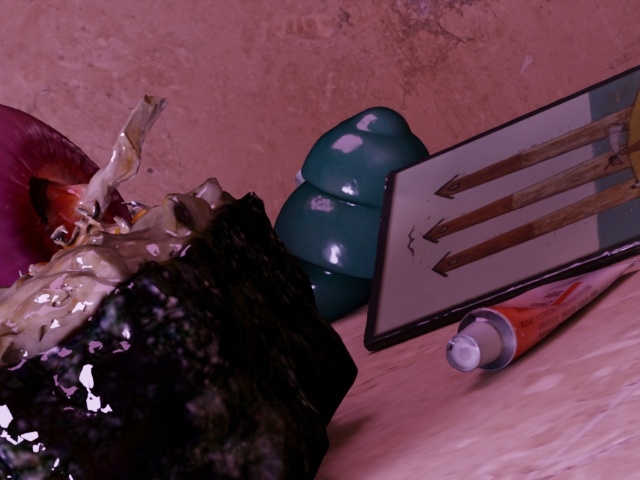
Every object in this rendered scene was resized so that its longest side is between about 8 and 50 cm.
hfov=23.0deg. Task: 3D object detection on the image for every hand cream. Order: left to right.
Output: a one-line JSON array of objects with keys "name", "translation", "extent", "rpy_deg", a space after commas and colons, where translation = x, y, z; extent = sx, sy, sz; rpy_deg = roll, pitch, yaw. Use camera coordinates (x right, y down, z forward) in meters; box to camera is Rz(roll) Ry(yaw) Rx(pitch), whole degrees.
[{"name": "hand cream", "translation": [0.138, 0.043, 0.980], "extent": [0.052, 0.038, 0.216], "rpy_deg": [10, 17, 29]}]

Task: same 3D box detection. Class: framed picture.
[{"name": "framed picture", "translation": [0.185, -0.043, 1.233], "extent": [0.324, 0.013, 0.244], "rpy_deg": [-22, 30, 22]}]

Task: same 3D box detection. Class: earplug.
[{"name": "earplug", "translation": [-0.007, -0.003, 1.508], "extent": [0.257, 0.280, 0.164], "rpy_deg": [14, 12, -26]}]

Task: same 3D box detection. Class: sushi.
[{"name": "sushi", "translation": [-0.101, 0.076, 0.896], "extent": [0.211, 0.171, 0.350], "rpy_deg": [-25, 2, 7]}]

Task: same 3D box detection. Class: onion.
[{"name": "onion", "translation": [-0.320, 0.024, 1.565], "extent": [0.358, 0.358, 0.345], "rpy_deg": [-26, 3, -36]}]

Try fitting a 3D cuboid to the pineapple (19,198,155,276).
[{"name": "pineapple", "translation": [-0.142, 0.056, 1.309], "extent": [0.114, 0.186, 0.236], "rpy_deg": [-25, -14, 22]}]

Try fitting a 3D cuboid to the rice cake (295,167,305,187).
[{"name": "rice cake", "translation": [0.008, -0.007, 1.648], "extent": [0.030, 0.180, 0.042], "rpy_deg": [-39, 52, -23]}]
